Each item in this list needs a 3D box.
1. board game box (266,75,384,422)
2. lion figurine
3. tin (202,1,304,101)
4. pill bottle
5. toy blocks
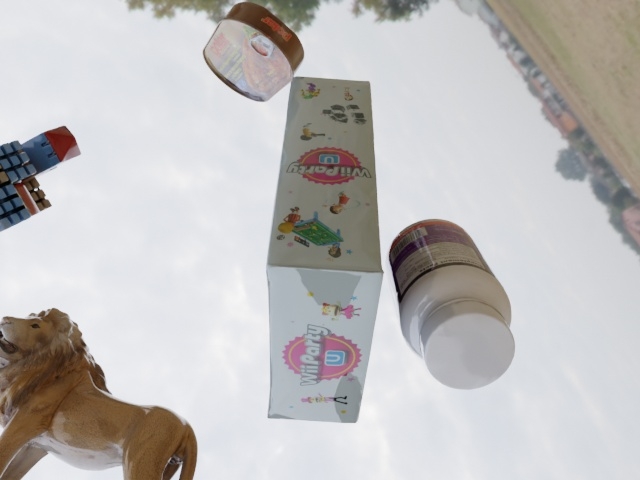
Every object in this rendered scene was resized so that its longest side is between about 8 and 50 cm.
[{"bbox_3d":[0.000,0.000,0.637,0.098,0.224,0.303,4,-137,-1],"label":"board game box"},{"bbox_3d":[-0.282,0.242,0.762,0.392,0.142,0.240,22,-130,11],"label":"lion figurine"},{"bbox_3d":[-0.086,-0.230,0.748,0.106,0.040,0.190,32,167,-19],"label":"tin"},{"bbox_3d":[0.128,0.059,0.608,0.108,0.108,0.193,45,-164,-17],"label":"pill bottle"},{"bbox_3d":[-0.481,-0.040,0.792,0.190,0.261,0.381,65,-157,-14],"label":"toy blocks"}]
